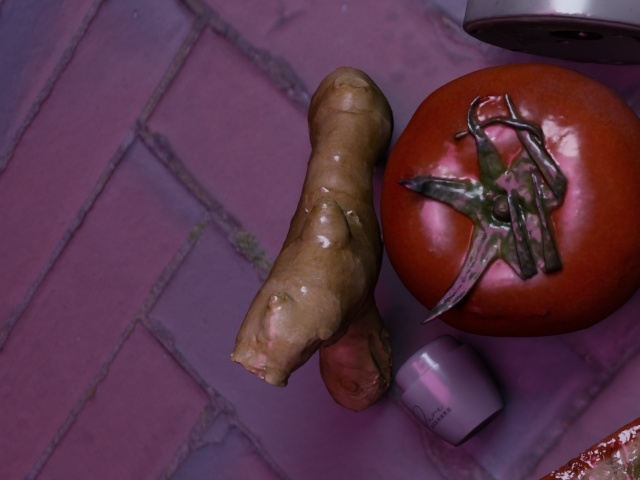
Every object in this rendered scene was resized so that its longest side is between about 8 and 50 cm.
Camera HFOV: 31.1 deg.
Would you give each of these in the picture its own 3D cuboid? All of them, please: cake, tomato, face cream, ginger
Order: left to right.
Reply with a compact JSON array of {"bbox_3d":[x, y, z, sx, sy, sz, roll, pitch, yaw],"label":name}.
[{"bbox_3d":[0.017,-0.013,1.099,0.122,0.348,0.363,7,86,8],"label":"ginger"},{"bbox_3d":[0.130,0.150,1.149,0.091,0.091,0.095,-47,72,23],"label":"face cream"},{"bbox_3d":[0.180,-0.034,1.037,0.256,0.224,0.256,0,91,18],"label":"tomato"},{"bbox_3d":[0.299,0.215,1.061,0.220,0.117,0.086,-31,71,-6],"label":"cake"}]

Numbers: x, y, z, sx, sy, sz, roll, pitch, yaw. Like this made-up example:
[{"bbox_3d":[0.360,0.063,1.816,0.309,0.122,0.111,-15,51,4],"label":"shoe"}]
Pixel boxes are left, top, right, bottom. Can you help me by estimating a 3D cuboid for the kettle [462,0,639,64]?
[{"bbox_3d":[0.264,-0.328,1.003,0.265,0.205,0.318,8,89,65],"label":"kettle"}]
